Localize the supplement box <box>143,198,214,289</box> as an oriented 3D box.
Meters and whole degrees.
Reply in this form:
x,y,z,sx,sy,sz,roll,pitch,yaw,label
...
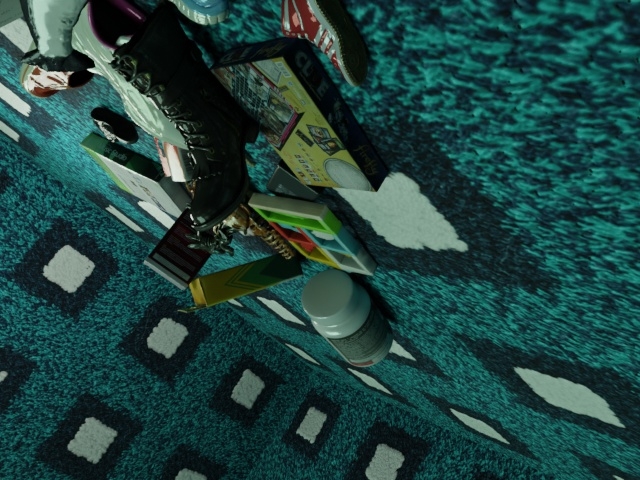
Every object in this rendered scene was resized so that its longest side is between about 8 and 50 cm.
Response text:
x,y,z,sx,sy,sz,roll,pitch,yaw,label
-0.348,-0.001,1.328,0.130,0.239,0.073,39,160,-13,supplement box

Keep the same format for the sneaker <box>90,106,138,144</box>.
x,y,z,sx,sy,sz,roll,pitch,yaw,label
-0.502,-0.271,1.212,0.170,0.051,0.089,34,162,13,sneaker

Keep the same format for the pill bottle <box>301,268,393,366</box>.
x,y,z,sx,sy,sz,roll,pitch,yaw,label
0.073,0.202,1.277,0.161,0.161,0.283,18,156,37,pill bottle

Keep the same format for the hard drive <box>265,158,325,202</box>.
x,y,z,sx,sy,sz,roll,pitch,yaw,label
-0.052,-0.101,0.941,0.094,0.022,0.135,35,162,-6,hard drive

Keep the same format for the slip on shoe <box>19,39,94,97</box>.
x,y,z,sx,sy,sz,roll,pitch,yaw,label
-0.498,-0.335,0.952,0.101,0.123,0.331,39,156,-28,slip on shoe

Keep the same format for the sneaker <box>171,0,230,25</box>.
x,y,z,sx,sy,sz,roll,pitch,yaw,label
-0.171,-0.320,0.566,0.162,0.063,0.073,29,142,3,sneaker

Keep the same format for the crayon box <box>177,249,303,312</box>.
x,y,z,sx,sy,sz,roll,pitch,yaw,label
-0.230,0.111,1.338,0.202,0.319,0.081,-18,90,66,crayon box

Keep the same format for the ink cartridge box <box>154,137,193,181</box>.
x,y,z,sx,sy,sz,roll,pitch,yaw,label
-0.314,-0.195,0.999,0.179,0.045,0.145,7,115,47,ink cartridge box

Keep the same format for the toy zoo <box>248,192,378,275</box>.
x,y,z,sx,sy,sz,roll,pitch,yaw,label
0.000,0.000,1.052,0.192,0.030,0.293,13,159,37,toy zoo

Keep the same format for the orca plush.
x,y,z,sx,sy,sz,roll,pitch,yaw,label
-0.267,-0.328,0.550,0.151,0.102,0.287,4,140,-16,orca plush

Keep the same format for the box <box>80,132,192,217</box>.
x,y,z,sx,sy,sz,roll,pitch,yaw,label
-0.531,-0.182,1.468,0.322,0.058,0.232,24,159,21,box

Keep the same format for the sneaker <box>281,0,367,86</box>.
x,y,z,sx,sy,sz,roll,pitch,yaw,label
0.002,-0.218,0.533,0.067,0.042,0.118,7,141,45,sneaker

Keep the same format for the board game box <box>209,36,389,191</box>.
x,y,z,sx,sy,sz,roll,pitch,yaw,label
-0.026,-0.169,0.703,0.165,0.042,0.243,13,153,45,board game box

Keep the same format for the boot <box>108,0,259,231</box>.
x,y,z,sx,sy,sz,roll,pitch,yaw,label
-0.193,-0.168,0.676,0.091,0.263,0.229,-12,144,30,boot

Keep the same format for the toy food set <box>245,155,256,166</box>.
x,y,z,sx,sy,sz,roll,pitch,yaw,label
-0.185,-0.185,0.960,0.122,0.019,0.078,37,163,-35,toy food set

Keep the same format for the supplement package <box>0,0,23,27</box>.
x,y,z,sx,sy,sz,roll,pitch,yaw,label
-0.437,-0.382,0.530,0.198,0.199,0.263,50,158,-6,supplement package

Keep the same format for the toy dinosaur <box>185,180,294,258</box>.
x,y,z,sx,sy,sz,roll,pitch,yaw,label
-0.205,-0.059,1.124,0.322,0.164,0.218,55,143,1,toy dinosaur

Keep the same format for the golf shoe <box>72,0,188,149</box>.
x,y,z,sx,sy,sz,roll,pitch,yaw,label
-0.265,-0.258,0.767,0.306,0.115,0.140,42,156,-27,golf shoe
